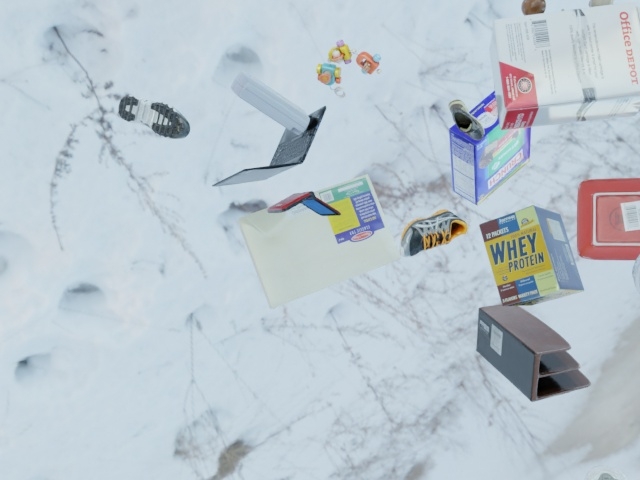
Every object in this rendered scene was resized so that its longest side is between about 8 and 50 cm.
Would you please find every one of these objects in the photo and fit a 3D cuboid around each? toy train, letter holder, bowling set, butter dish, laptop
[{"bbox_3d":[0.059,-0.399,1.653,0.125,0.046,0.166,40,136,-14],"label":"toy train"},{"bbox_3d":[0.623,0.306,2.025,0.214,0.302,0.152,-8,111,-16],"label":"letter holder"},{"bbox_3d":[0.560,-0.538,1.572,0.154,0.200,0.287,-41,142,-67],"label":"bowling set"},{"bbox_3d":[0.593,-0.038,1.387,0.160,0.160,0.118,0,175,20],"label":"butter dish"},{"bbox_3d":[-0.134,-0.240,1.806,0.136,0.234,0.264,30,71,-23],"label":"laptop"}]

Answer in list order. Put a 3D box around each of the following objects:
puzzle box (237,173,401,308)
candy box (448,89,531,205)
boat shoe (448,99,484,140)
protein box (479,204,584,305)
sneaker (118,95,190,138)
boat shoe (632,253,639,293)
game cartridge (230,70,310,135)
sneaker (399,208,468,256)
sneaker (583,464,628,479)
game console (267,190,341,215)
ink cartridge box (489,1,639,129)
[{"bbox_3d":[0.000,0.000,1.990,0.409,0.272,0.052,-19,175,-15],"label":"puzzle box"},{"bbox_3d":[0.553,-0.306,2.265,0.268,0.122,0.317,-41,148,-14],"label":"candy box"},{"bbox_3d":[0.381,-0.304,1.830,0.056,0.049,0.152,-22,136,35],"label":"boat shoe"},{"bbox_3d":[0.493,0.041,1.624,0.136,0.199,0.201,-22,164,32],"label":"protein box"},{"bbox_3d":[-0.377,-0.295,1.684,0.106,0.234,0.078,1,108,-54],"label":"sneaker"},{"bbox_3d":[0.527,0.106,0.814,0.121,0.335,0.119,-55,162,17],"label":"boat shoe"},{"bbox_3d":[-0.125,-0.342,1.713,0.198,0.297,0.062,36,99,-13],"label":"game cartridge"},{"bbox_3d":[0.278,-0.016,1.728,0.215,0.083,0.084,-30,129,-32],"label":"sneaker"},{"bbox_3d":[0.474,0.486,1.136,0.090,0.232,0.115,-1,163,14],"label":"sneaker"},{"bbox_3d":[-0.041,-0.068,1.653,0.124,0.144,0.085,-30,100,-17],"label":"game console"},{"bbox_3d":[0.486,-0.341,1.380,0.273,0.197,0.114,-5,166,8],"label":"ink cartridge box"}]
